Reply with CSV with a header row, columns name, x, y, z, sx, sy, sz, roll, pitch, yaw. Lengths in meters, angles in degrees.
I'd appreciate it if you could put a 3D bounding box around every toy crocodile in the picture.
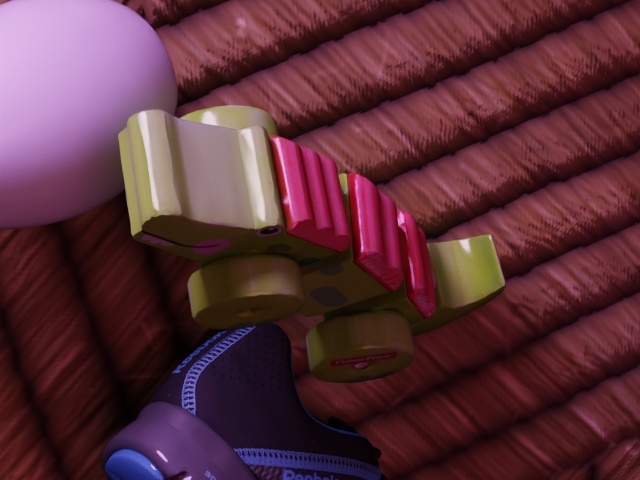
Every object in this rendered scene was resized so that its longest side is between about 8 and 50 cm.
name,x,y,z,sx,sy,sz,roll,pitch,yaw
toy crocodile,0.000,0.000,0.970,0.340,0.105,0.115,29,47,-54

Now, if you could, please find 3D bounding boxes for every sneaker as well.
name,x,y,z,sx,sy,sz,roll,pitch,yaw
sneaker,0.012,0.198,1.067,0.140,0.125,0.341,-54,125,-27

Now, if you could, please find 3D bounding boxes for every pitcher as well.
name,x,y,z,sx,sy,sz,roll,pitch,yaw
pitcher,-0.190,-0.083,0.912,0.207,0.125,0.178,-32,103,-41
